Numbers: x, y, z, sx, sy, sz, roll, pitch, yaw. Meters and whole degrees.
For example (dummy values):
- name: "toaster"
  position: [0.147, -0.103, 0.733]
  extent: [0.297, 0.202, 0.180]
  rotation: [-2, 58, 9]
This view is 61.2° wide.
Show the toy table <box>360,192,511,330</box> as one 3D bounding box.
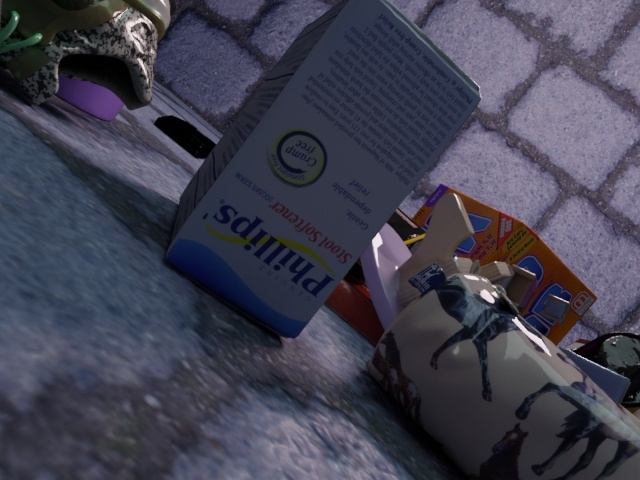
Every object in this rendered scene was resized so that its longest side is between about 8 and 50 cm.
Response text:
- name: "toy table"
  position: [0.185, 0.069, 0.841]
  extent: [0.252, 0.160, 0.275]
  rotation: [-13, 77, -60]

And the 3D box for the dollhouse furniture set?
- name: "dollhouse furniture set"
  position: [0.399, 0.221, 0.940]
  extent: [0.303, 0.287, 0.198]
  rotation: [29, -2, 33]

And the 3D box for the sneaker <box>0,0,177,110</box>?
- name: "sneaker"
  position: [-0.325, -0.244, 0.573]
  extent: [0.410, 0.158, 0.182]
  rotation: [2, 77, -51]

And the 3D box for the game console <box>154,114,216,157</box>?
- name: "game console"
  position: [-0.239, -0.186, 1.352]
  extent: [0.361, 0.044, 0.213]
  rotation: [38, 6, -5]

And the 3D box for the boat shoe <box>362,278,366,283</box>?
- name: "boat shoe"
  position: [0.061, 0.000, 1.472]
  extent: [0.123, 0.123, 0.342]
  rotation: [36, 13, -34]

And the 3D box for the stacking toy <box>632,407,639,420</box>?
- name: "stacking toy"
  position: [0.790, 0.565, 1.216]
  extent: [0.350, 0.350, 0.480]
  rotation: [42, -14, 27]

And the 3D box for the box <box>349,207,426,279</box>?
- name: "box"
  position: [0.040, -0.074, 1.095]
  extent: [0.322, 0.079, 0.257]
  rotation: [44, 28, 18]

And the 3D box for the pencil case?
- name: "pencil case"
  position: [0.234, 0.197, 0.529]
  extent: [0.410, 0.184, 0.160]
  rotation: [43, 6, 34]

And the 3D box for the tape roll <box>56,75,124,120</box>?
- name: "tape roll"
  position: [-0.411, -0.304, 0.823]
  extent: [0.274, 0.090, 0.275]
  rotation: [39, 4, -3]

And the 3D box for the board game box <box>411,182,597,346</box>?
- name: "board game box"
  position: [0.404, 0.127, 1.438]
  extent: [0.356, 0.356, 0.356]
  rotation: [37, 5, -27]

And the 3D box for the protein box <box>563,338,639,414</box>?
- name: "protein box"
  position: [0.688, 0.373, 1.369]
  extent: [0.200, 0.135, 0.201]
  rotation: [61, 3, 8]

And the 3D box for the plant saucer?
- name: "plant saucer"
  position: [0.028, 0.072, 0.941]
  extent: [0.259, 0.048, 0.258]
  rotation: [39, 4, 0]

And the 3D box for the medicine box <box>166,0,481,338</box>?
- name: "medicine box"
  position: [-0.020, -0.089, 0.586]
  extent: [0.149, 0.289, 0.263]
  rotation: [35, 6, -18]

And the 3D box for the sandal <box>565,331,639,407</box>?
- name: "sandal"
  position: [0.616, 0.275, 1.166]
  extent: [0.445, 0.107, 0.168]
  rotation: [-6, 46, -17]
